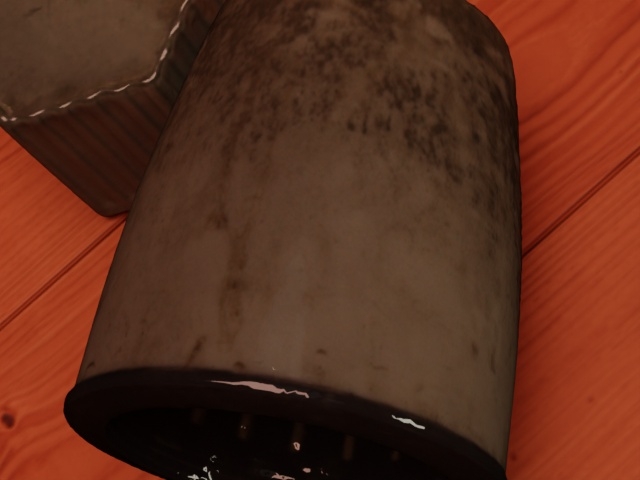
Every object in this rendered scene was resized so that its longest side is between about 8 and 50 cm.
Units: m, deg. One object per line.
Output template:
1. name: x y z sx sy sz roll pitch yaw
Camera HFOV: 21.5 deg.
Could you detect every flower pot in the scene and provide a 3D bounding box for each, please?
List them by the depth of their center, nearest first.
1. flower pot: 0.000 0.000 1.153 0.293 0.293 0.330 2 67 19
2. flower pot: -0.160 -0.156 1.308 0.209 0.189 0.239 16 77 23
